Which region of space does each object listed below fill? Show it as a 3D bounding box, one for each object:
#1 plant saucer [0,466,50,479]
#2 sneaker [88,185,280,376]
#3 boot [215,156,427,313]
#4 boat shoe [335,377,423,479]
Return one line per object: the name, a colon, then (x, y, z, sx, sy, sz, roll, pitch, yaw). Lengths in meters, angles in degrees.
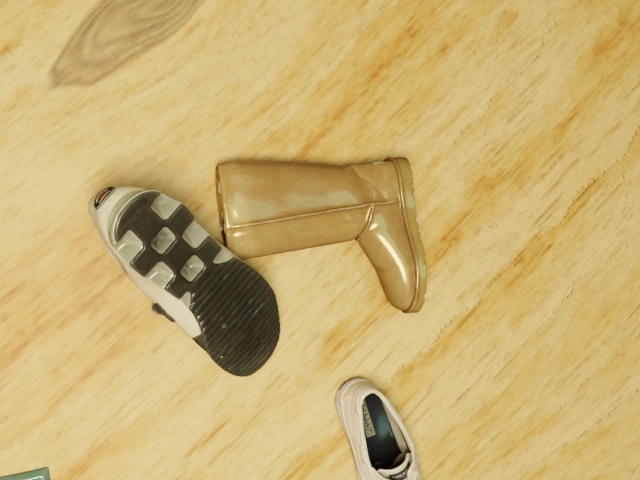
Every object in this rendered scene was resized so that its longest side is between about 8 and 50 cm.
plant saucer: (-0.367, 0.391, 0.968, 0.067, 0.018, 0.192, -8, 93, -17)
sneaker: (-0.172, 0.045, 0.985, 0.122, 0.146, 0.331, -47, 127, -19)
boot: (0.000, 0.000, 1.052, 0.269, 0.089, 0.236, -7, 84, -16)
boat shoe: (0.095, 0.320, 1.077, 0.095, 0.084, 0.258, -29, 98, -16)
